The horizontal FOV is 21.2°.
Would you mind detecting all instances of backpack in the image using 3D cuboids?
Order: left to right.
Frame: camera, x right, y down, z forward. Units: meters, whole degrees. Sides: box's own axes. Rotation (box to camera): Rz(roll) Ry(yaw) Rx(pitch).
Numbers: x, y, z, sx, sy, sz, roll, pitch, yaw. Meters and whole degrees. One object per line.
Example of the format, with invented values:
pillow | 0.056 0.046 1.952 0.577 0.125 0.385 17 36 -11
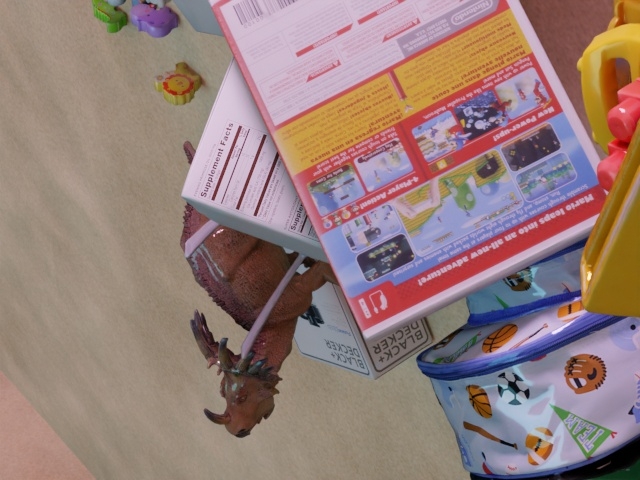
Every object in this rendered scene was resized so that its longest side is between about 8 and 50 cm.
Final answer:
backpack | 0.210 0.073 1.293 0.213 0.263 0.276 58 156 0

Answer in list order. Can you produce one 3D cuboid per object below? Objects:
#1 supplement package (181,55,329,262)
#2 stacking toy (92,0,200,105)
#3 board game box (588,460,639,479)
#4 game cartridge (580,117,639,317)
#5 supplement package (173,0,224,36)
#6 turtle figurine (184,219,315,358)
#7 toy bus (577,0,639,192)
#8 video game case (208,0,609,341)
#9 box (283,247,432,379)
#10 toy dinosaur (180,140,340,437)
supplement package | 0.021 -0.058 1.359 0.203 0.149 0.194 20 177 5
stacking toy | -0.224 -0.280 2.024 0.221 0.052 0.167 42 151 32
board game box | 0.326 0.238 1.489 0.213 0.046 0.317 31 162 -19
game cartridge | 0.342 -0.031 1.010 0.285 0.324 0.052 102 172 -56
supplement package | -0.027 -0.294 1.412 0.263 0.198 0.199 20 153 54
turtle figurine | -0.006 -0.063 1.575 0.275 0.266 0.198 -15 145 32
toy bus | 0.251 -0.104 1.154 0.220 0.211 0.149 26 142 52
video game case | 0.065 -0.098 1.228 0.285 0.204 0.025 65 -172 14
box | 0.000 0.000 1.890 0.169 0.087 0.290 14 131 57
toy dinosaur | -0.083 0.035 1.739 0.295 0.200 0.127 59 154 -1
